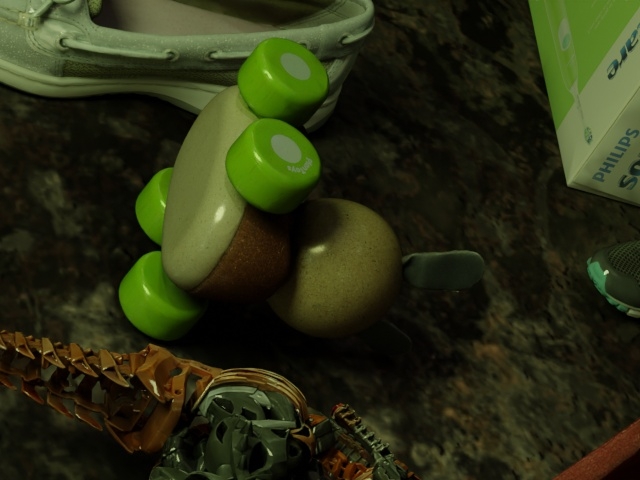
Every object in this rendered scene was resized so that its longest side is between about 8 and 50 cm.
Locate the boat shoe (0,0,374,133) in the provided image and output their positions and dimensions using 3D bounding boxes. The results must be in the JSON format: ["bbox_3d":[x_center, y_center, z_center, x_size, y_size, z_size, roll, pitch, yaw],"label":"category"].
[{"bbox_3d":[-0.123,-0.155,1.251,0.320,0.103,0.118,14,43,-20],"label":"boat shoe"}]

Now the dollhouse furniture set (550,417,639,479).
[{"bbox_3d":[0.233,0.210,0.978,0.374,0.152,0.201,7,51,-55],"label":"dollhouse furniture set"}]

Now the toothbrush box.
[{"bbox_3d":[0.265,-0.191,1.446,0.122,0.206,0.283,16,42,-18],"label":"toothbrush box"}]

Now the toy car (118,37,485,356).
[{"bbox_3d":[0.000,0.000,1.143,0.188,0.155,0.149,27,40,-19],"label":"toy car"}]

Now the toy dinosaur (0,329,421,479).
[{"bbox_3d":[-0.043,0.142,1.003,0.321,0.164,0.218,10,26,4],"label":"toy dinosaur"}]

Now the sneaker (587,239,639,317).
[{"bbox_3d":[0.262,0.010,1.340,0.166,0.076,0.065,-3,50,-34],"label":"sneaker"}]
